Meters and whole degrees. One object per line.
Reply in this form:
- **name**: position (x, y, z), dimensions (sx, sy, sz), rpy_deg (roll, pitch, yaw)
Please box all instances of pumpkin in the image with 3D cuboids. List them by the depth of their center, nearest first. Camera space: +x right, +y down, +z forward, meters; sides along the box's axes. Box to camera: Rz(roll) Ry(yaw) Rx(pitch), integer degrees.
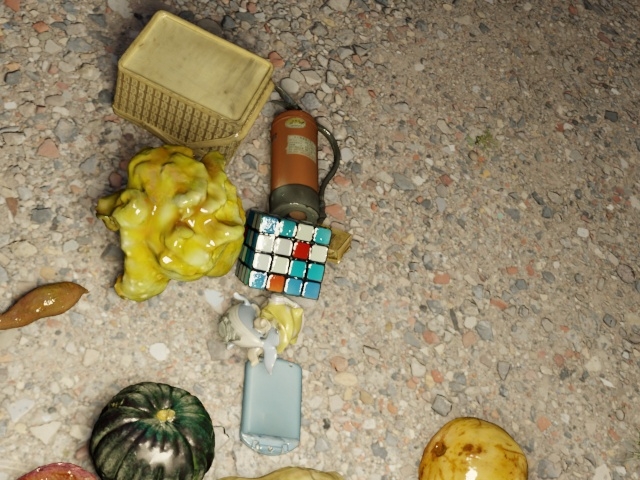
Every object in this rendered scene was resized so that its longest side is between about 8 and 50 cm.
- **pumpkin**: position (-0.290, 0.351, 1.447), dimensions (0.221, 0.161, 0.220), rpy_deg (18, 31, -11)

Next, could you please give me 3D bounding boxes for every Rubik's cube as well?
- **Rubik's cube**: position (-0.078, 0.027, 1.715), dimensions (0.154, 0.155, 0.151), rpy_deg (11, 95, -16)

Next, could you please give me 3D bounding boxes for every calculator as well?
- **calculator**: position (-0.095, 0.318, 1.635), dimensions (0.121, 0.039, 0.210), rpy_deg (12, 56, -17)

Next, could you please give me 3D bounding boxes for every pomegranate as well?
- **pomegranate**: position (0.303, 0.458, 1.624), dimensions (0.215, 0.215, 0.215), rpy_deg (11, 57, -17)

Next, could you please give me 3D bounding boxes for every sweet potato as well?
- **sweet potato**: position (-0.535, 0.122, 1.558), dimensions (0.226, 0.068, 0.068), rpy_deg (-22, 71, -31)

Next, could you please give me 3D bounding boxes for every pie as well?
- **pie**: position (-0.441, 0.457, 1.371), dimensions (0.183, 0.049, 0.182), rpy_deg (1, 78, -3)

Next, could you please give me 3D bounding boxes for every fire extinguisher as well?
- **fire extinguisher**: position (-0.044, -0.179, 1.932), dimensions (0.200, 0.113, 0.376), rpy_deg (43, 35, -46)

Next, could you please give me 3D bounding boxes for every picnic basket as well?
- **picnic basket**: position (-0.284, -0.334, 1.881), dimensions (0.313, 0.175, 0.228), rpy_deg (26, 54, -1)

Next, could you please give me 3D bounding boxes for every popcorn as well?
- **popcorn**: position (-0.265, -0.041, 1.644), dimensions (0.326, 0.290, 0.321), rpy_deg (44, 43, -29)

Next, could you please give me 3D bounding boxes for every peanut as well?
- **peanut**: position (-0.083, 0.473, 1.492), dimensions (0.290, 0.130, 0.130), rpy_deg (-5, 62, -24)

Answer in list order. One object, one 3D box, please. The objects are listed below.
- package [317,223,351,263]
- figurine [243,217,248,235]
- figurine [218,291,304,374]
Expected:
- **package**: position (0.000, 0.000, 1.864), dimensions (0.131, 0.047, 0.071), rpy_deg (18, 47, 20)
- **figurine**: position (-0.163, -0.030, 1.813), dimensions (0.129, 0.054, 0.072), rpy_deg (-7, 59, -28)
- **figurine**: position (-0.111, 0.175, 1.651), dimensions (0.184, 0.128, 0.208), rpy_deg (2, 23, -22)
